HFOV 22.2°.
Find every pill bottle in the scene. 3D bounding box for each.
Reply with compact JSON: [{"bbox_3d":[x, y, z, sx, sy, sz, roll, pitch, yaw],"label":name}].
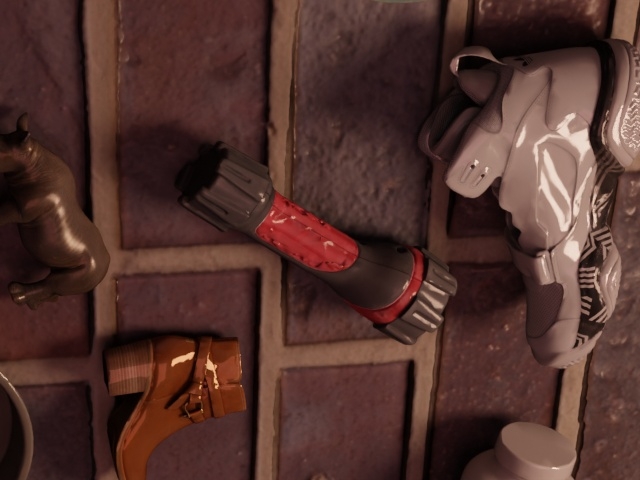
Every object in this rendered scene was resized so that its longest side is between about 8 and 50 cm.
[{"bbox_3d":[0.219,0.346,1.912,0.146,0.146,0.264,6,117,-15],"label":"pill bottle"}]

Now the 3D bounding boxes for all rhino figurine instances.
[{"bbox_3d":[-0.293,-0.037,1.641,0.106,0.073,0.243,-20,119,4],"label":"rhino figurine"}]

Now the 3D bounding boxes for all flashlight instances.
[{"bbox_3d":[0.000,0.000,1.703,0.304,0.103,0.103,32,109,-26],"label":"flashlight"}]

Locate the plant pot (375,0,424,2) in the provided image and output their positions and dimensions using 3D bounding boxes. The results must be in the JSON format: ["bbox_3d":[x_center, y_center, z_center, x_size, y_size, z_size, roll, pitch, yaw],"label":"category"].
[{"bbox_3d":[0.083,-0.382,1.434,0.290,0.195,0.290,-12,144,-9],"label":"plant pot"}]

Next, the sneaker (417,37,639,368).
[{"bbox_3d":[0.207,-0.038,1.709,0.210,0.137,0.365,2,113,-12],"label":"sneaker"}]

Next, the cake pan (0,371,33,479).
[{"bbox_3d":[-0.458,0.210,1.754,0.293,0.054,0.293,-5,119,-9],"label":"cake pan"}]

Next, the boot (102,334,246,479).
[{"bbox_3d":[-0.157,0.193,1.798,0.152,0.073,0.197,-6,122,-13],"label":"boot"}]
